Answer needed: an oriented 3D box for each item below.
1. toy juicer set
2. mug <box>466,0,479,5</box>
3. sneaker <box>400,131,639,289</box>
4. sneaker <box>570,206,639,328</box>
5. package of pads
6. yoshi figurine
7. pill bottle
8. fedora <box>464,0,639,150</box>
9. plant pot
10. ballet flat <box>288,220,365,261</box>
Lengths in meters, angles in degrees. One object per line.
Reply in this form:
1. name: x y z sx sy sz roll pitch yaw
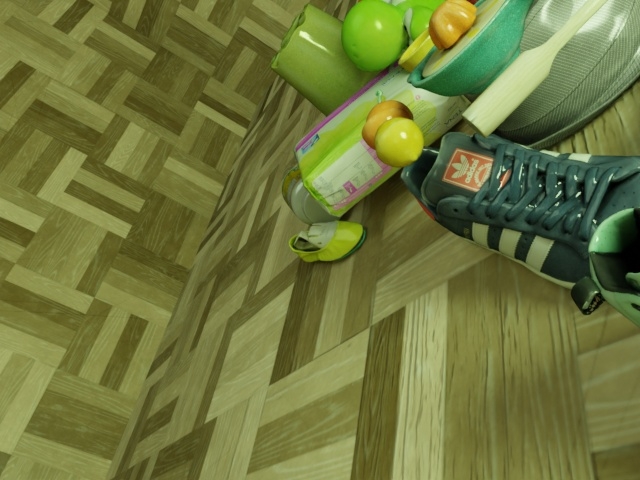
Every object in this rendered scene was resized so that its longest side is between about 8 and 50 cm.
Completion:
1. toy juicer set: 0.126 -0.173 0.537 0.209 0.089 0.329 -52 15 -7
2. mug: 0.313 -0.518 0.984 0.113 0.150 0.169 -20 0 -34
3. sneaker: 0.190 -0.045 0.524 0.131 0.148 0.350 -63 19 -4
4. sneaker: 0.229 0.070 0.259 0.094 0.151 0.256 -54 21 16
5. package of pads: 0.092 -0.193 0.949 0.296 0.101 0.229 -39 25 11
6. yoshi figurine: 0.108 -0.414 0.955 0.203 0.203 0.362 -42 32 26
7. pill bottle: -0.014 -0.098 1.170 0.117 0.117 0.208 -59 19 7
8. fedora: 0.268 -0.241 0.637 0.275 0.124 0.244 -47 24 37
9. plant pot: 0.023 -0.445 1.353 0.276 0.254 0.276 -50 23 30
10. ballet flat: 0.000 0.000 1.060 0.231 0.077 0.077 -18 46 63
